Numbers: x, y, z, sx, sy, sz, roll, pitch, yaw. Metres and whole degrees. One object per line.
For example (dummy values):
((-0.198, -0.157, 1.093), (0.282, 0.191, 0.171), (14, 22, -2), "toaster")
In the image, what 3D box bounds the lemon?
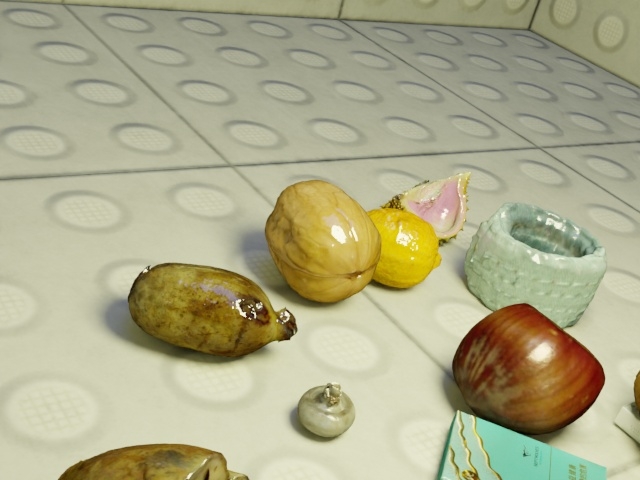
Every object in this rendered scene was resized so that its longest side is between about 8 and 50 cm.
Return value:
((0.131, 0.011, 1.664), (0.187, 0.142, 0.142), (26, 28, -5), "lemon")

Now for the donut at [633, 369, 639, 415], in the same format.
((0.646, 0.266, 1.405), (0.317, 0.150, 0.299), (42, 40, 16), "donut")

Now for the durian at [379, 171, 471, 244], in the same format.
((0.215, -0.071, 1.874), (0.165, 0.132, 0.182), (13, 37, 19), "durian")

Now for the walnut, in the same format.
((0.000, 0.000, 1.565), (0.193, 0.193, 0.225), (-7, 44, -37), "walnut")

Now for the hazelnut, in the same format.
((0.312, 0.204, 1.402), (0.212, 0.181, 0.181), (42, 7, 40), "hazelnut")

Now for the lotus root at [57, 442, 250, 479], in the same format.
((-0.188, 0.290, 0.970), (0.180, 0.188, 0.199), (16, 27, 31), "lotus root")

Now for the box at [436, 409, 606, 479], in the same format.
((0.280, 0.332, 1.266), (0.229, 0.041, 0.162), (20, 28, 7), "box")

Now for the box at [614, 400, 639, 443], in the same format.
((0.557, 0.290, 1.486), (0.154, 0.040, 0.084), (-11, 39, -39), "box")

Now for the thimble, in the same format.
((0.400, 0.044, 1.714), (0.250, 0.172, 0.205), (20, 30, 5), "thimble")

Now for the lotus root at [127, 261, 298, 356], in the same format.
((-0.159, 0.104, 1.367), (0.260, 0.128, 0.145), (16, 18, -3), "lotus root")

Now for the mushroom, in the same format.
((0.011, 0.228, 1.277), (0.085, 0.079, 0.085), (9, 28, -5), "mushroom")
